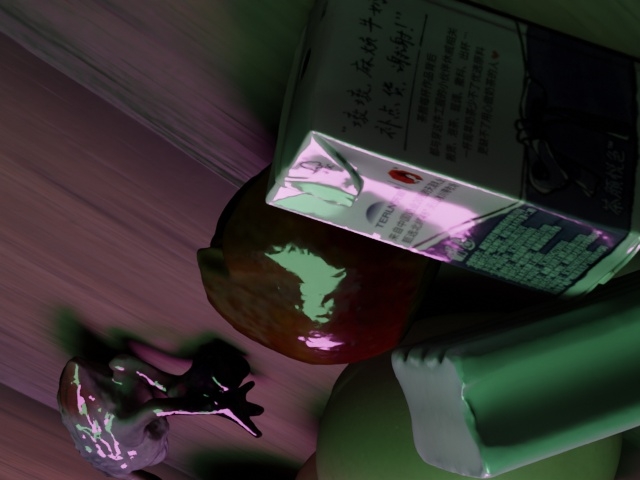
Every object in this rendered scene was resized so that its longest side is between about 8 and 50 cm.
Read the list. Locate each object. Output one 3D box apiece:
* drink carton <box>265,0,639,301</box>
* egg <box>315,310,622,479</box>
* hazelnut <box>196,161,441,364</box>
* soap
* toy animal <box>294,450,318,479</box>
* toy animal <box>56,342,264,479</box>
[{"bbox_3d":[0.088,-0.066,0.963,0.222,0.134,0.102,18,151,-12],"label":"drink carton"},{"bbox_3d":[0.117,0.167,1.263,0.269,0.219,0.219,-31,132,30],"label":"egg"},{"bbox_3d":[0.006,-0.005,1.075,0.161,0.170,0.201,20,141,20],"label":"hazelnut"},{"bbox_3d":[0.198,0.076,1.051,0.266,0.087,0.160,-17,180,-13],"label":"soap"},{"bbox_3d":[0.132,0.288,1.495,0.326,0.237,0.269,20,160,-11],"label":"toy animal"},{"bbox_3d":[-0.187,0.185,1.516,0.195,0.090,0.324,22,146,-18],"label":"toy animal"}]
